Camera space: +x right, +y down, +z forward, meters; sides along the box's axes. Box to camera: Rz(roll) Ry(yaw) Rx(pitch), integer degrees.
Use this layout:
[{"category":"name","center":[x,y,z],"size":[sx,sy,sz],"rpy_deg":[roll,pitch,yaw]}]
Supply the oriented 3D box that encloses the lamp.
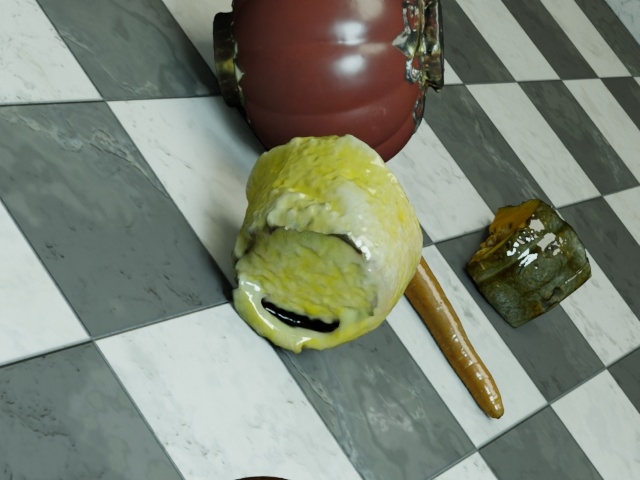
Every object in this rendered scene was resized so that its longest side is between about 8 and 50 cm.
[{"category":"lamp","center":[0.012,-0.220,1.737],"size":[0.303,0.257,0.303],"rpy_deg":[-4,90,-83]}]

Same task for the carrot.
[{"category":"carrot","center":[0.145,0.101,1.779],"size":[0.248,0.043,0.043],"rpy_deg":[59,26,14]}]

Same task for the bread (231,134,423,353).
[{"category":"bread","center":[0.001,0.002,1.520],"size":[0.197,0.197,0.170],"rpy_deg":[45,32,-11]}]

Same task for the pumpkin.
[{"category":"pumpkin","center":[0.293,0.012,2.038],"size":[0.131,0.126,0.248],"rpy_deg":[49,24,-7]}]

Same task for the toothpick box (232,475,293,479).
[{"category":"toothpick box","center":[-0.076,0.275,1.014],"size":[0.192,0.192,0.294],"rpy_deg":[55,31,11]}]
